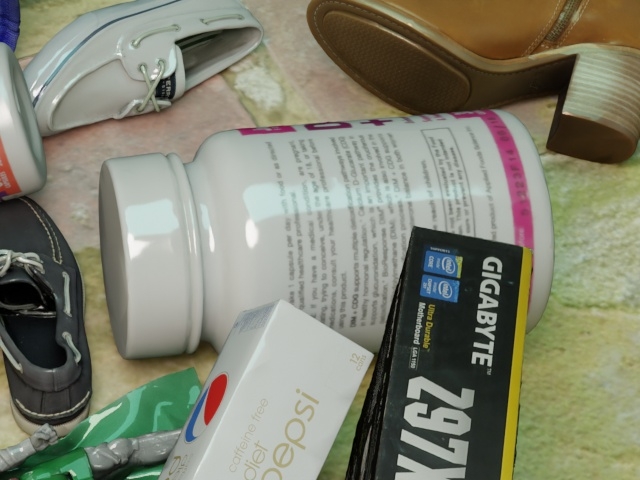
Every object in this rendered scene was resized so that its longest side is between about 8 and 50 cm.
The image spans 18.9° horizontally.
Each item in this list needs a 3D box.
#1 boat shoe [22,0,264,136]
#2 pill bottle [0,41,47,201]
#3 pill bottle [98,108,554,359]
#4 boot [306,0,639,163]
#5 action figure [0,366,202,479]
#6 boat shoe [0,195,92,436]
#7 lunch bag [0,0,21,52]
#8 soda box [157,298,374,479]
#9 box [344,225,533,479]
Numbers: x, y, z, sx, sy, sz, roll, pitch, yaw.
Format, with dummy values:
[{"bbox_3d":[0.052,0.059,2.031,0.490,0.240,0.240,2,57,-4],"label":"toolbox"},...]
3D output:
[{"bbox_3d":[-0.132,-0.135,1.440,0.076,0.083,0.226,35,52,22],"label":"boat shoe"},{"bbox_3d":[-0.295,-0.062,1.320,0.193,0.108,0.108,-15,51,0],"label":"pill bottle"},{"bbox_3d":[0.000,0.000,1.292,0.283,0.160,0.160,-5,50,-14],"label":"pill bottle"},{"bbox_3d":[0.144,-0.201,1.497,0.283,0.109,0.220,16,63,-2],"label":"boot"},{"bbox_3d":[-0.163,0.161,1.196,0.232,0.063,0.137,-16,56,-17],"label":"action figure"},{"bbox_3d":[-0.193,0.034,1.294,0.075,0.065,0.206,-9,50,-13],"label":"boat shoe"},{"bbox_3d":[-0.409,-0.312,1.421,0.385,0.239,0.328,2,64,-14],"label":"lunch bag"},{"bbox_3d":[-0.052,0.147,1.155,0.074,0.069,0.216,32,71,-16],"label":"soda box"},{"bbox_3d":[0.046,0.192,1.068,0.079,0.257,0.322,11,48,1],"label":"box"}]
